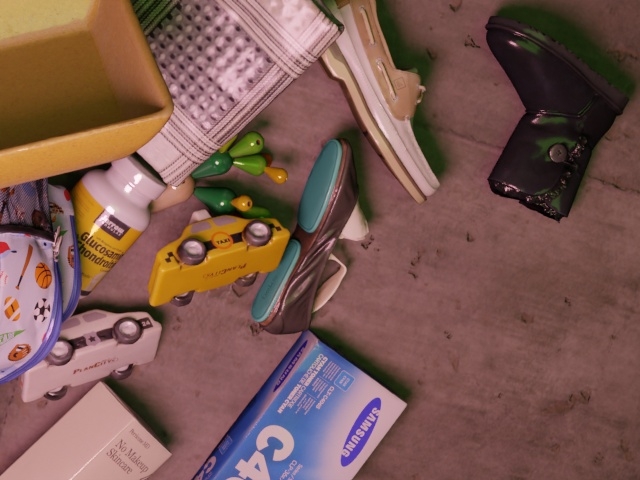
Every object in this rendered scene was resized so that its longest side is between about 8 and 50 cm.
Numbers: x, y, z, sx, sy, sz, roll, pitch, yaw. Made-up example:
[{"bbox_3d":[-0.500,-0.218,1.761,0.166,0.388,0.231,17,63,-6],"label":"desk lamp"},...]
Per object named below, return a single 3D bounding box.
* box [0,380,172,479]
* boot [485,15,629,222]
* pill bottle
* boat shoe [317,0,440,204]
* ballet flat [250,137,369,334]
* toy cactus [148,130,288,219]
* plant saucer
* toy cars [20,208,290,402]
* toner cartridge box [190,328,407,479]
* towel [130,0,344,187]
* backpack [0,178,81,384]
[{"bbox_3d":[-0.333,0.322,1.646,0.275,0.094,0.113,-44,138,-8],"label":"box"},{"bbox_3d":[0.285,-0.161,1.752,0.246,0.094,0.207,31,87,-23],"label":"boot"},{"bbox_3d":[-0.279,-0.023,1.611,0.103,0.103,0.184,39,99,-17],"label":"pill bottle"},{"bbox_3d":[0.087,-0.191,1.687,0.103,0.113,0.302,-32,105,-1],"label":"boat shoe"},{"bbox_3d":[0.000,0.000,1.716,0.096,0.095,0.280,19,105,-27],"label":"ballet flat"},{"bbox_3d":[-0.154,-0.098,1.661,0.180,0.112,0.219,-30,109,11],"label":"toy cactus"},{"bbox_3d":[-0.343,-0.156,1.365,0.332,0.333,0.081,-15,131,-11],"label":"plant saucer"},{"bbox_3d":[-0.223,0.071,1.639,0.393,0.176,0.087,-36,63,7],"label":"toy cars"},{"bbox_3d":[-0.054,0.309,1.757,0.165,0.075,0.348,37,89,-19],"label":"toner cartridge box"},{"bbox_3d":[-0.184,-0.267,1.523,0.312,0.056,0.324,-39,99,24],"label":"towel"},{"bbox_3d":[-0.407,0.039,1.487,0.213,0.276,0.263,18,57,-47],"label":"backpack"}]
